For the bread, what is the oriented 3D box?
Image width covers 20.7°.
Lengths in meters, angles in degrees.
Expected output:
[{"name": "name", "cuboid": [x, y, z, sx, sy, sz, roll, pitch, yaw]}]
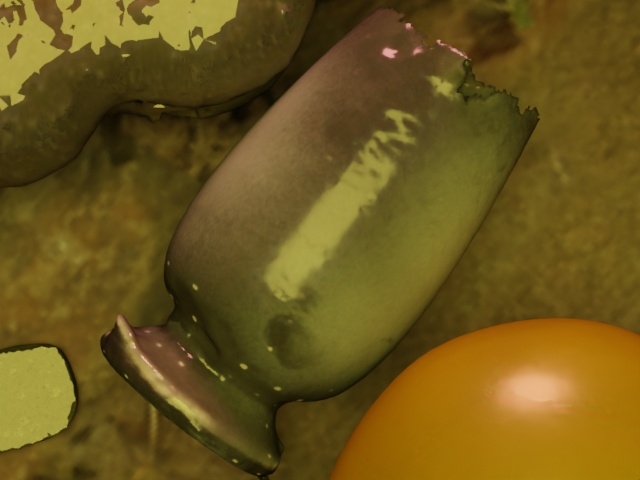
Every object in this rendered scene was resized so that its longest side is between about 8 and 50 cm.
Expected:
[{"name": "bread", "cuboid": [-0.069, -0.167, 0.783, 0.183, 0.102, 0.337, 27, 86, 0]}]

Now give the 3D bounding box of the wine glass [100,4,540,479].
[{"name": "wine glass", "cuboid": [0.000, 0.000, 0.764, 0.111, 0.111, 0.204, 39, 92, 3]}]

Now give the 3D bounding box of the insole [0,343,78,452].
[{"name": "insole", "cuboid": [-0.206, 0.091, 0.815, 0.192, 0.010, 0.063, -16, 87, 1]}]

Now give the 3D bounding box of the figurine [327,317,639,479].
[{"name": "figurine", "cuboid": [0.165, 0.150, 0.728, 0.343, 0.187, 0.215, 10, 100, -5]}]
